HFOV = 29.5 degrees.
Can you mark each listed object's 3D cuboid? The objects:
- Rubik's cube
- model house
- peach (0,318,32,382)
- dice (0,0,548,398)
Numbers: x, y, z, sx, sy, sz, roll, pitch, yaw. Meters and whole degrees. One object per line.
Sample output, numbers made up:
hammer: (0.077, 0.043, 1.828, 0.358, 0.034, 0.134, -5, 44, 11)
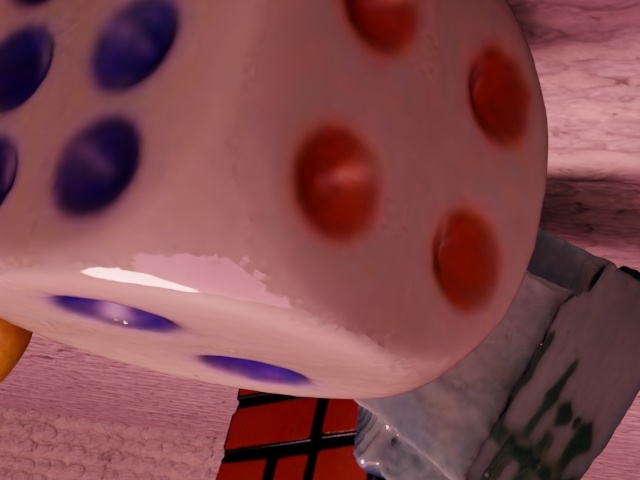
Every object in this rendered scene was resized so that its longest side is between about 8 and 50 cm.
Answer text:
Rubik's cube: (0.069, 0.265, 1.459, 0.294, 0.283, 0.288, -11, 144, 42)
model house: (0.119, 0.090, 1.196, 0.329, 0.295, 0.252, 31, -176, 33)
peach: (-0.498, 0.064, 1.488, 0.308, 0.307, 0.332, 12, 148, -6)
dice: (-0.053, -0.056, 0.808, 0.304, 0.277, 0.304, 0, 159, 41)
